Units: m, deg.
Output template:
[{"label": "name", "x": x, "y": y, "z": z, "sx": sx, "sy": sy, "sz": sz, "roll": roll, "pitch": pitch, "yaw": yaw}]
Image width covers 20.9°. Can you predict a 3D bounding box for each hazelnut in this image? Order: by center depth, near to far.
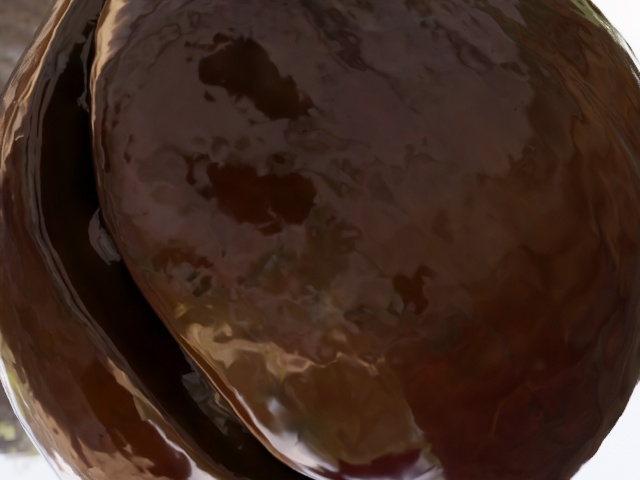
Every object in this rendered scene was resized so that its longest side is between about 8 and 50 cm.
[{"label": "hazelnut", "x": 0.000, "y": 0.000, "z": 0.979, "sx": 0.402, "sy": 0.402, "sz": 0.429, "roll": 15, "pitch": -139, "yaw": 23}]
